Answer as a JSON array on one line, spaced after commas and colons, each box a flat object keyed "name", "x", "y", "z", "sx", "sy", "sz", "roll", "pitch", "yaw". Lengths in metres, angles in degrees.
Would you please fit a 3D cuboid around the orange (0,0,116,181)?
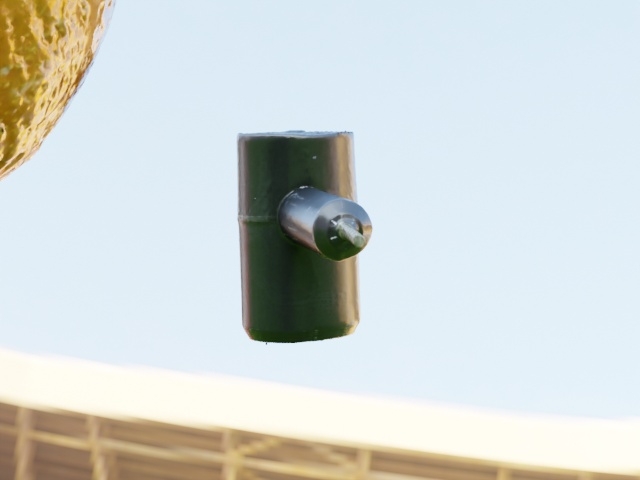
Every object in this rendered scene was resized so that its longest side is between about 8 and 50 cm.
[{"name": "orange", "x": -0.168, "y": -0.106, "z": 0.724, "sx": 0.193, "sy": 0.193, "sz": 0.161, "roll": 5, "pitch": -15, "yaw": 9}]

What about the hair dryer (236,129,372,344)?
[{"name": "hair dryer", "x": 0.000, "y": 0.000, "z": 1.065, "sx": 0.072, "sy": 0.124, "sz": 0.219, "roll": -4, "pitch": 3, "yaw": -10}]
